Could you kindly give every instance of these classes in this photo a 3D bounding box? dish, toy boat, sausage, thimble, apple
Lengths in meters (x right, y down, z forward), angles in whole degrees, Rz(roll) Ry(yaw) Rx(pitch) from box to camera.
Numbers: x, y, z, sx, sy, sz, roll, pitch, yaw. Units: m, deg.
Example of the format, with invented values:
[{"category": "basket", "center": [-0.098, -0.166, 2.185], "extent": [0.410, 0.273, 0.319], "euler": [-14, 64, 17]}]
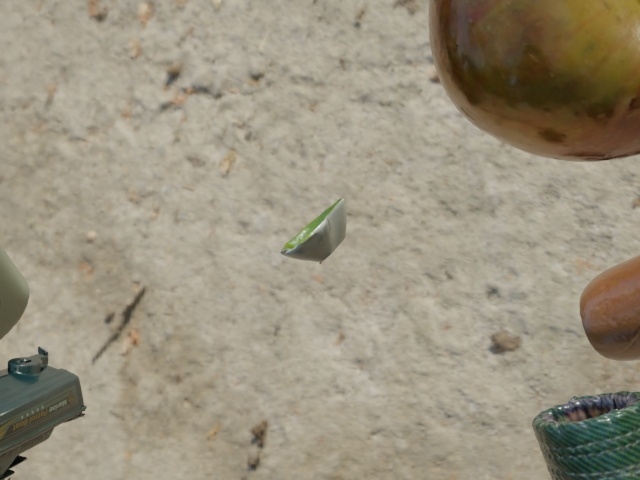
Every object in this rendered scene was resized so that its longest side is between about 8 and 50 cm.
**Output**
[{"category": "dish", "center": [0.000, 0.000, 1.101], "extent": [0.091, 0.137, 0.039], "euler": [-40, 96, 10]}, {"category": "toy boat", "center": [-0.391, 0.221, 1.153], "extent": [0.114, 0.296, 0.122], "euler": [5, 101, 17]}, {"category": "sausage", "center": [0.435, 0.049, 1.114], "extent": [0.304, 0.121, 0.121], "euler": [-28, 62, 46]}, {"category": "thimble", "center": [0.292, 0.213, 1.045], "extent": [0.135, 0.118, 0.090], "euler": [-17, 89, 61]}, {"category": "apple", "center": [0.173, -0.157, 0.651], "extent": [0.210, 0.235, 0.173], "euler": [64, 159, -3]}]

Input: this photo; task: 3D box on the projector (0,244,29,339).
[{"category": "projector", "center": [-0.546, 0.034, 1.248], "extent": [0.248, 0.249, 0.248], "euler": [36, 69, 22]}]
